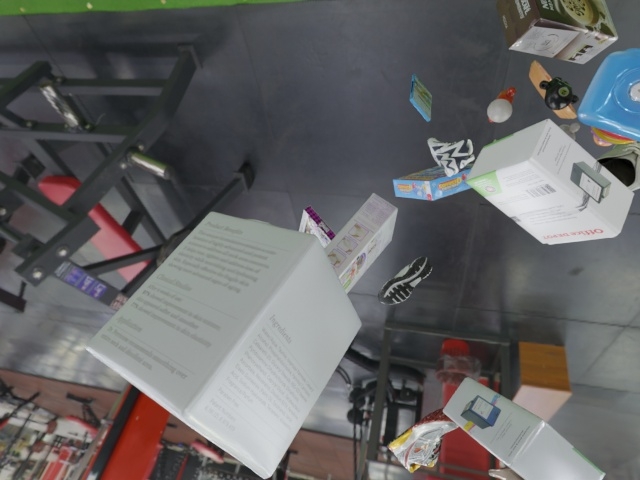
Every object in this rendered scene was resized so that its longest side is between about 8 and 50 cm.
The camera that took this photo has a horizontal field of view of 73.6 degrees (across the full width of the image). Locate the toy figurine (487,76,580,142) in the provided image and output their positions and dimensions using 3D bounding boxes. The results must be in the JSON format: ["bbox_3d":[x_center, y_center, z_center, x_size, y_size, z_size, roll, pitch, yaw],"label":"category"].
[{"bbox_3d":[0.556,-0.304,1.122,0.213,0.148,0.209,-4,118,30],"label":"toy figurine"}]

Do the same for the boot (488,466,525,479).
[{"bbox_3d":[0.393,0.492,0.842,0.042,0.086,0.118,10,147,-31],"label":"boot"}]

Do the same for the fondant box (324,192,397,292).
[{"bbox_3d":[0.096,0.044,1.315,0.096,0.330,0.238,35,163,17],"label":"fondant box"}]

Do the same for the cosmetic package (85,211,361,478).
[{"bbox_3d":[-0.177,0.200,0.918,0.330,0.393,0.327,14,145,37],"label":"cosmetic package"}]

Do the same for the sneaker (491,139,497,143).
[{"bbox_3d":[0.590,-0.297,1.416,0.058,0.135,0.052,36,114,16],"label":"sneaker"}]

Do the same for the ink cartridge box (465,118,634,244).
[{"bbox_3d":[0.504,-0.117,0.957,0.273,0.114,0.198,34,165,-13],"label":"ink cartridge box"}]

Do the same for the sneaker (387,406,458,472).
[{"bbox_3d":[0.253,0.461,0.989,0.088,0.092,0.225,-12,146,-41],"label":"sneaker"}]

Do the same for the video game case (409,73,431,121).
[{"bbox_3d":[0.384,-0.545,1.631,0.015,0.166,0.119,-25,129,40],"label":"video game case"}]

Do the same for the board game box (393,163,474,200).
[{"bbox_3d":[0.545,-0.275,1.975,0.308,0.302,0.086,-158,52,-66],"label":"board game box"}]

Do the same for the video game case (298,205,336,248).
[{"bbox_3d":[0.000,0.000,1.781,0.232,0.042,0.210,49,154,17],"label":"video game case"}]

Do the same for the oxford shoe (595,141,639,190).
[{"bbox_3d":[0.981,-0.248,1.349,0.169,0.450,0.130,50,159,27],"label":"oxford shoe"}]

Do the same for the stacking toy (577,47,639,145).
[{"bbox_3d":[0.664,-0.270,0.946,0.175,0.165,0.302,28,-174,22],"label":"stacking toy"}]

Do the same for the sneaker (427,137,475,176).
[{"bbox_3d":[0.549,-0.375,1.765,0.153,0.234,0.094,-27,128,9],"label":"sneaker"}]

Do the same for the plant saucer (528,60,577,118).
[{"bbox_3d":[0.656,-0.422,1.219,0.200,0.199,0.037,35,129,-24],"label":"plant saucer"}]

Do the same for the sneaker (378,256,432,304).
[{"bbox_3d":[0.137,0.071,0.705,0.040,0.109,0.043,54,162,7],"label":"sneaker"}]

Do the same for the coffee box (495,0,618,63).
[{"bbox_3d":[0.669,-0.626,1.215,0.298,0.167,0.119,-1,163,-21],"label":"coffee box"}]

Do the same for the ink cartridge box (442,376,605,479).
[{"bbox_3d":[0.341,0.348,0.753,0.154,0.093,0.212,40,174,-10],"label":"ink cartridge box"}]
